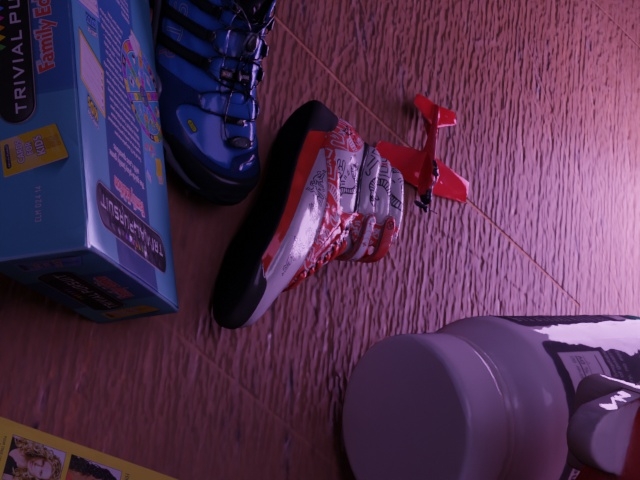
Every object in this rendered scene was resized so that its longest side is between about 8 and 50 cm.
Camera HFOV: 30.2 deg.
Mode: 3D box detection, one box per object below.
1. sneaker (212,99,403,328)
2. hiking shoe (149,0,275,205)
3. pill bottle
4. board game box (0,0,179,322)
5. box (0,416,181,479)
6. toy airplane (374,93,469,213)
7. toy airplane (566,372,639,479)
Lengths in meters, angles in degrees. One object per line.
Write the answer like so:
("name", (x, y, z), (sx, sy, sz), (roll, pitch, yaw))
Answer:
("sneaker", (0.001, -0.001, 1.156), (0.145, 0.090, 0.270), (36, 52, -22))
("hiking shoe", (-0.100, -0.186, 1.108), (0.113, 0.132, 0.304), (-1, 75, -41))
("pill bottle", (0.211, 0.176, 1.195), (0.361, 0.204, 0.204), (3, 73, -39))
("board game box", (-0.194, -0.122, 0.941), (0.254, 0.079, 0.335), (62, 21, -75))
("box", (-0.179, 0.206, 0.932), (0.232, 0.087, 0.058), (26, 57, -30))
("toy airplane", (0.124, -0.100, 1.340), (0.151, 0.028, 0.151), (16, 65, -38))
("toy airplane", (0.258, 0.300, 0.972), (0.386, 0.272, 0.384), (-41, 148, -14))
